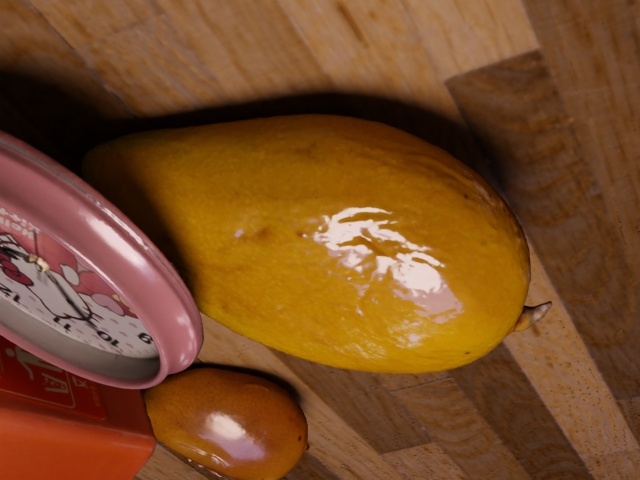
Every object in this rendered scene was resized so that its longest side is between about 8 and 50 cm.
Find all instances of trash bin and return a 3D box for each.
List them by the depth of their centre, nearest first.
[{"bbox_3d":[-0.270,0.150,0.830,0.239,0.161,0.184,22,118,-39],"label":"trash bin"}]

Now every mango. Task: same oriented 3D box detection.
[{"bbox_3d":[0.000,0.000,0.681,0.317,0.119,0.176,13,132,-1],"label":"mango"},{"bbox_3d":[-0.084,0.167,0.947,0.159,0.084,0.105,16,135,-24],"label":"mango"}]

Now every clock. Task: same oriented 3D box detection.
[{"bbox_3d":[-0.181,0.010,0.678,0.244,0.056,0.244,22,149,14],"label":"clock"}]
